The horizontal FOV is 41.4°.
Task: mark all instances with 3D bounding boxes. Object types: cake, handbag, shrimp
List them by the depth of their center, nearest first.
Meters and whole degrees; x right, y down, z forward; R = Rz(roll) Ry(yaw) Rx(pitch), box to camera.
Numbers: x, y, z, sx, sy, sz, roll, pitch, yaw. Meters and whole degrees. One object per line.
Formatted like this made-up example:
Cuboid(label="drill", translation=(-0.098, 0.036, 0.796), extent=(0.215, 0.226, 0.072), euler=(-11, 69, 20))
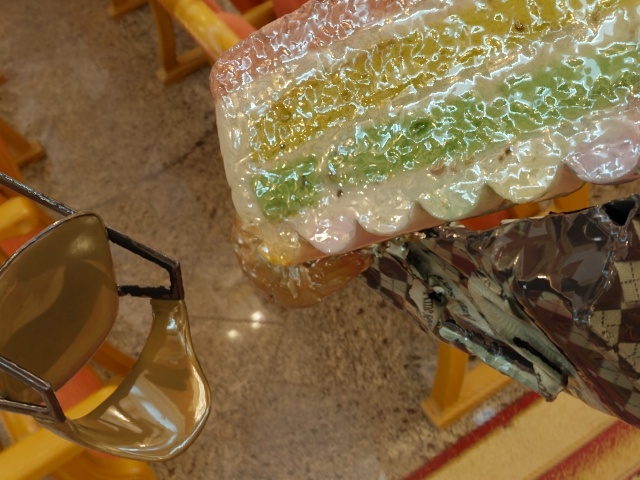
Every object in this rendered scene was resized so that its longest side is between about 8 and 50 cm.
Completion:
Cuboid(label="cake", translation=(0.037, -0.057, 0.346), extent=(0.090, 0.109, 0.225), euler=(-14, -2, -34))
Cuboid(label="shrimp", translation=(0.001, 0.000, 0.712), extent=(0.217, 0.115, 0.051), euler=(-2, 10, 43))
Cuboid(label="handbag", translation=(0.193, 0.046, 0.884), extent=(0.416, 0.317, 0.180), euler=(17, 77, 53))

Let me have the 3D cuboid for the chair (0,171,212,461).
Cuboid(label="chair", translation=(-0.216, 0.067, 0.689), extent=(0.247, 0.172, 0.159), euler=(13, 39, 26))
